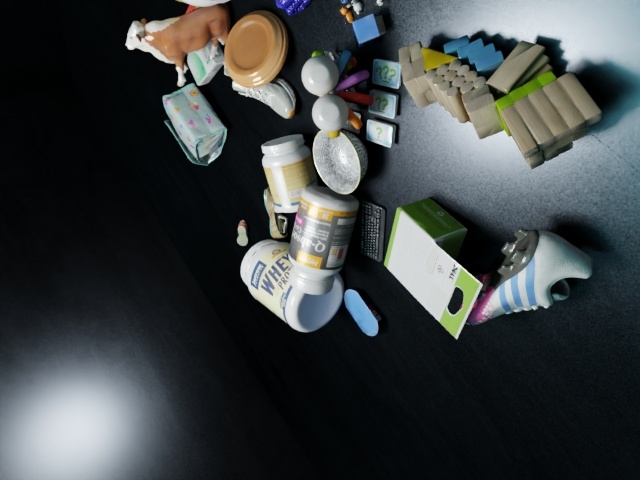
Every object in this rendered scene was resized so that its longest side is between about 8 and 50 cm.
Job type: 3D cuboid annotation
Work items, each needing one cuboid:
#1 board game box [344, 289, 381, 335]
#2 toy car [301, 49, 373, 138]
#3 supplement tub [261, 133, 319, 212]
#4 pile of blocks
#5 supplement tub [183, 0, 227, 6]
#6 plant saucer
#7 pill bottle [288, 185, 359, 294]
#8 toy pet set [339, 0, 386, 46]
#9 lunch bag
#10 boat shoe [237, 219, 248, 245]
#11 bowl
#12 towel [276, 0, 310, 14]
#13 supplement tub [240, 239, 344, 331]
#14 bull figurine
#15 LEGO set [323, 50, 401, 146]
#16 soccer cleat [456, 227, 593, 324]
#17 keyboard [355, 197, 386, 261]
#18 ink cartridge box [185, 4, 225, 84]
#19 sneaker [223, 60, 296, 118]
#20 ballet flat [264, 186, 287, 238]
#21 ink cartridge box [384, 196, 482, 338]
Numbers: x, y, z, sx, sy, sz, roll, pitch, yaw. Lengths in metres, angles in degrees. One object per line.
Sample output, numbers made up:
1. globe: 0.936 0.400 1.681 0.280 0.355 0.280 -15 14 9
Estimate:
1. board game box: 0.142 0.230 1.328 0.168 0.033 0.133 55 154 18
2. toy car: 0.042 -0.319 0.871 0.159 0.137 0.181 -77 -29 -72
3. supplement tub: -0.087 -0.197 1.195 0.144 0.144 0.199 16 127 49
4. pile of blocks: 0.287 -0.246 0.689 0.362 0.149 0.113 48 -169 36
5. supplement tub: -0.351 -0.742 1.048 0.316 0.229 0.228 35 141 35
6. plant saucer: -0.178 -0.507 1.072 0.200 0.037 0.199 1 92 27
7. pill bottle: 0.000 0.000 1.139 0.162 0.162 0.278 30 115 40
8. toy pet set: 0.077 -0.458 0.824 0.122 0.065 0.114 2 116 55
9. lunch bag: -0.480 -0.426 1.563 0.223 0.160 0.262 56 160 1
10. boat shoe: -0.342 -0.030 1.796 0.136 0.049 0.043 98 175 -49
11. bowl: 0.066 -0.210 1.029 0.170 0.080 0.170 35 140 36
12. towel: -0.084 -0.681 0.863 0.228 0.076 0.307 -16 102 59
13. supplement tub: -0.105 0.144 1.411 0.325 0.236 0.235 27 136 41
14. bull figurine: -0.392 -0.577 1.183 0.101 0.311 0.188 55 166 31
15. LEGO set: 0.072 -0.333 0.947 0.244 0.060 0.182 33 135 38
16. soccer cleat: 0.386 0.104 0.802 0.143 0.115 0.331 24 150 8
17. keyboard: 0.132 -0.031 1.137 0.108 0.023 0.180 32 138 38
18. ink cartridge box: -0.415 -0.668 1.369 0.181 0.056 0.224 -10 109 57
19. sneaker: -0.179 -0.430 1.159 0.262 0.121 0.099 48 147 19
20. ballet flat: -0.152 -0.096 1.464 0.067 0.073 0.206 8 129 20
21. ink cartridge box: 0.265 0.057 0.899 0.255 0.097 0.188 50 149 38
